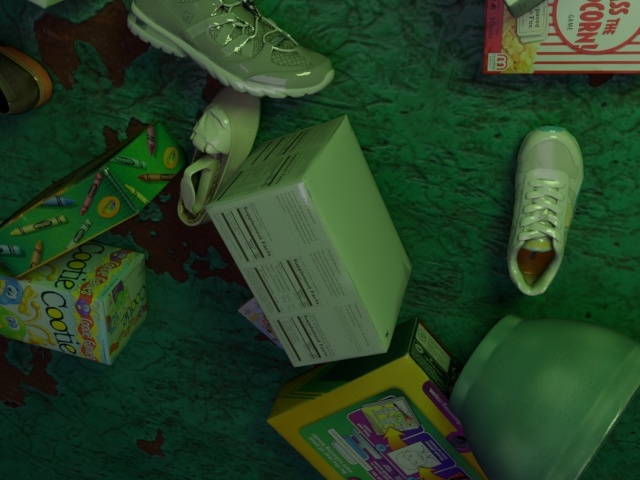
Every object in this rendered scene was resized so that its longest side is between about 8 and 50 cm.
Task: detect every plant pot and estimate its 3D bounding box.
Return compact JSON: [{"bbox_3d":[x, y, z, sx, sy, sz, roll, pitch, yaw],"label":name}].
[{"bbox_3d":[0.307,0.224,0.934,0.196,0.293,0.293,34,130,28],"label":"plant pot"}]

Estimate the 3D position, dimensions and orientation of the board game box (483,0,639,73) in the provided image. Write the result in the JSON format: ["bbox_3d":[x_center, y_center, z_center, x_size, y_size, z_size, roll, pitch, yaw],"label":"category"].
[{"bbox_3d":[0.284,-0.264,0.745,0.193,0.045,0.147,3,122,16],"label":"board game box"}]

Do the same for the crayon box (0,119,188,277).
[{"bbox_3d":[-0.350,-0.061,0.997,0.278,0.165,0.081,-23,112,28],"label":"crayon box"}]

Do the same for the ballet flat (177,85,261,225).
[{"bbox_3d":[-0.152,-0.119,0.941,0.086,0.086,0.248,24,125,1],"label":"ballet flat"}]

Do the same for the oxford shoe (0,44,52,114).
[{"bbox_3d":[-0.533,-0.269,0.960,0.271,0.098,0.097,26,125,-1],"label":"oxford shoe"}]

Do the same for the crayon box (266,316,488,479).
[{"bbox_3d":[0.144,0.343,1.141,0.313,0.106,0.363,-32,108,32],"label":"crayon box"}]

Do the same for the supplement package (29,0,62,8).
[{"bbox_3d":[-0.313,-0.363,0.784,0.105,0.179,0.105,26,125,0],"label":"supplement package"}]

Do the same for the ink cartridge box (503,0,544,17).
[{"bbox_3d":[0.255,-0.343,0.643,0.231,0.078,0.134,-32,85,22],"label":"ink cartridge box"}]

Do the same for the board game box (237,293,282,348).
[{"bbox_3d":[-0.050,0.105,1.096,0.103,0.026,0.154,43,124,-12],"label":"board game box"}]

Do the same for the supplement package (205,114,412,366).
[{"bbox_3d":[0.000,0.000,0.905,0.145,0.204,0.262,-13,117,26],"label":"supplement package"}]

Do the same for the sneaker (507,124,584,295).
[{"bbox_3d":[0.292,-0.036,0.862,0.087,0.092,0.229,5,122,16],"label":"sneaker"}]

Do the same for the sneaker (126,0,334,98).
[{"bbox_3d":[-0.110,-0.266,0.829,0.281,0.105,0.115,23,125,3],"label":"sneaker"}]

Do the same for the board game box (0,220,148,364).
[{"bbox_3d":[-0.455,0.085,1.136,0.275,0.144,0.142,13,124,8],"label":"board game box"}]
